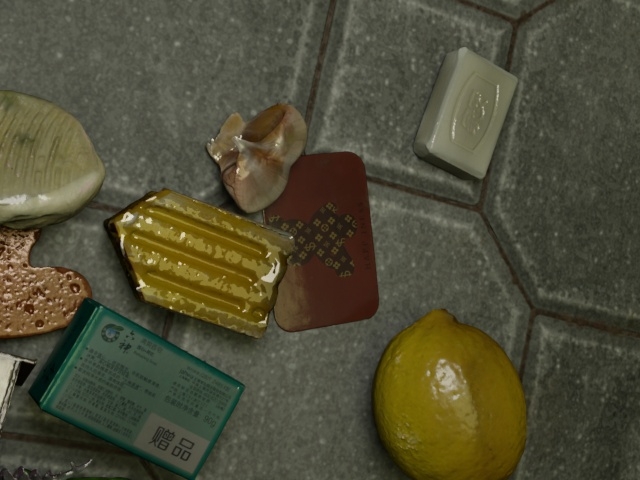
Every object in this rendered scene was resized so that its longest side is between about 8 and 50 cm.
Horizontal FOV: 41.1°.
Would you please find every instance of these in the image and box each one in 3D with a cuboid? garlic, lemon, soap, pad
[{"bbox_3d":[-0.085,-0.128,1.237,0.124,0.099,0.174,44,73,-24],"label":"garlic"},{"bbox_3d":[0.191,0.250,1.272,0.235,0.236,0.263,-23,71,-20],"label":"lemon"},{"bbox_3d":[-0.181,0.026,1.203,0.257,0.080,0.160,21,81,-19],"label":"soap"},{"bbox_3d":[0.232,-0.202,1.379,0.121,0.064,0.183,23,82,-22],"label":"soap"},{"bbox_3d":[0.000,0.000,1.317,0.181,0.004,0.267,-8,92,-22],"label":"pad"}]

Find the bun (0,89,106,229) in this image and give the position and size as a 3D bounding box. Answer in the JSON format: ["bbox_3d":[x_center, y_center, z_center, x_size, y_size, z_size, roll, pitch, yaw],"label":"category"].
[{"bbox_3d":[-0.396,-0.090,1.079,0.237,0.116,0.210,7,49,-26],"label":"bun"}]

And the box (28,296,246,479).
[{"bbox_3d":[-0.245,0.201,1.156,0.245,0.092,0.153,35,78,-25],"label":"box"}]

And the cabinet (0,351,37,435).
[{"bbox_3d":[-0.475,0.212,1.025,0.215,0.148,0.175,19,63,-21],"label":"cabinet"}]

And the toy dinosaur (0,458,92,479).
[{"bbox_3d":[-0.398,0.335,1.121,0.208,0.039,0.082,-27,94,-4],"label":"toy dinosaur"}]

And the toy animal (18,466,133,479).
[{"bbox_3d":[-0.310,0.360,1.173,0.216,0.041,0.075,12,79,-18],"label":"toy animal"}]

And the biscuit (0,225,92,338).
[{"bbox_3d":[-0.407,0.035,1.139,0.186,0.036,0.192,-9,92,-24],"label":"biscuit"}]
